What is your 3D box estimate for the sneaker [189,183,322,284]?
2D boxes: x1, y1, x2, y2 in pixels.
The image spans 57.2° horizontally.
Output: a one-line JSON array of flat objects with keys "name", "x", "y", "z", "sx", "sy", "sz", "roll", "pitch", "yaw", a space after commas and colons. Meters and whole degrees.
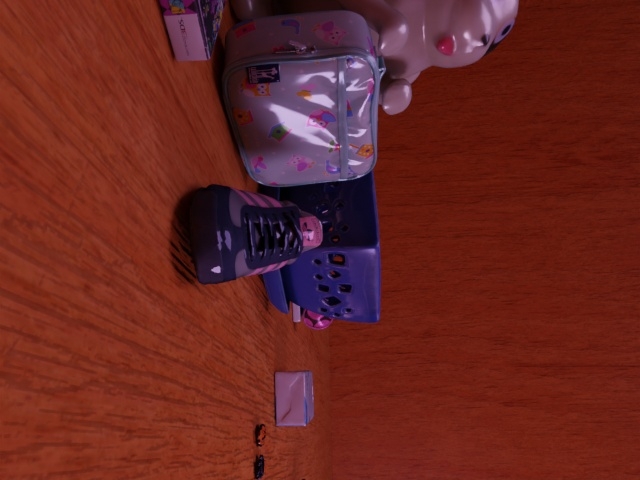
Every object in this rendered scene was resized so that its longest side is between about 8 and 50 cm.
[{"name": "sneaker", "x": -0.066, "y": -0.014, "z": 0.705, "sx": 0.319, "sy": 0.131, "sz": 0.112, "roll": -57, "pitch": 144, "yaw": -83}]

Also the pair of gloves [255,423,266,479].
[{"name": "pair of gloves", "x": -0.096, "y": 0.336, "z": 0.936, "sx": 0.074, "sy": 0.010, "sz": 0.083, "roll": 77, "pitch": 14, "yaw": -77}]

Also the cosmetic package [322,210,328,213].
[{"name": "cosmetic package", "x": -0.041, "y": -0.107, "z": 1.283, "sx": 0.231, "sy": 0.118, "sz": 0.085, "roll": 79, "pitch": 11, "yaw": -73}]

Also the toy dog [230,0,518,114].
[{"name": "toy dog", "x": 0.120, "y": -0.385, "z": 0.993, "sx": 0.284, "sy": 0.409, "sz": 0.395, "roll": 77, "pitch": 26, "yaw": -43}]

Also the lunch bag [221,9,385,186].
[{"name": "lunch bag", "x": -0.018, "y": -0.197, "z": 0.862, "sx": 0.279, "sy": 0.224, "sz": 0.107, "roll": 83, "pitch": 5, "yaw": -58}]

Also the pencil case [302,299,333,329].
[{"name": "pencil case", "x": 0.000, "y": 0.162, "z": 1.593, "sx": 0.098, "sy": 0.095, "sz": 0.209, "roll": -57, "pitch": -173, "yaw": 13}]

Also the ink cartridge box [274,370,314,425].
[{"name": "ink cartridge box", "x": -0.052, "y": 0.324, "z": 1.220, "sx": 0.180, "sy": 0.060, "sz": 0.104, "roll": 70, "pitch": 17, "yaw": -77}]

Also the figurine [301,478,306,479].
[{"name": "figurine", "x": -0.029, "y": 0.658, "z": 1.268, "sx": 0.215, "sy": 0.093, "sz": 0.209, "roll": -25, "pitch": 105, "yaw": -85}]

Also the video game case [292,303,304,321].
[{"name": "video game case", "x": -0.060, "y": 0.101, "z": 1.560, "sx": 0.173, "sy": 0.022, "sz": 0.190, "roll": -72, "pitch": 160, "yaw": -80}]

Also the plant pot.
[{"name": "plant pot", "x": 0.000, "y": 0.000, "z": 1.088, "sx": 0.235, "sy": 0.212, "sz": 0.235, "roll": 84, "pitch": 5, "yaw": -49}]

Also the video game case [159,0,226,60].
[{"name": "video game case", "x": -0.133, "y": -0.333, "z": 0.590, "sx": 0.210, "sy": 0.042, "sz": 0.232, "roll": 83, "pitch": 6, "yaw": -47}]
